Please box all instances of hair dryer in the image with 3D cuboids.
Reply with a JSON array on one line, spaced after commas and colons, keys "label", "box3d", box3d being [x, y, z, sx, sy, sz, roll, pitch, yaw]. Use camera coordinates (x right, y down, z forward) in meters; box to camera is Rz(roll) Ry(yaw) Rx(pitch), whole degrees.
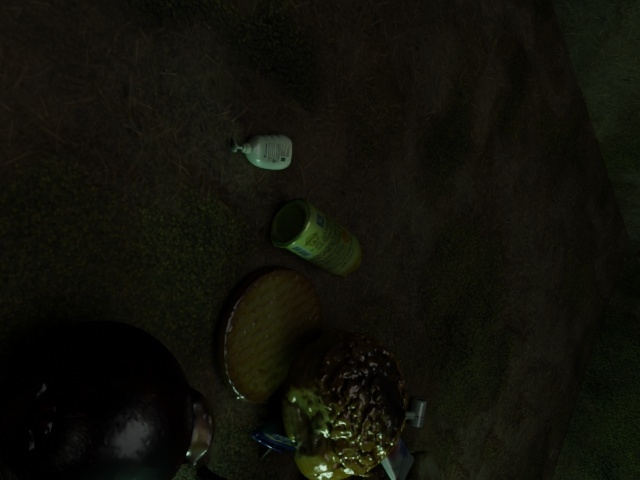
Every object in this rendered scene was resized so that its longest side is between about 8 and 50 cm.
[{"label": "hair dryer", "box3d": [0.266, 0.525, 1.833, 0.137, 0.047, 0.082, 12, 87, -41]}]

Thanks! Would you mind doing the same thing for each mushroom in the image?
[{"label": "mushroom", "box3d": [0.229, 0.746, 1.694, 0.212, 0.217, 0.292, 52, 23, -36]}]

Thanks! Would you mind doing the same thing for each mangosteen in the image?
[{"label": "mangosteen", "box3d": [-0.331, 0.280, 0.959, 0.347, 0.306, 0.307, 30, 74, -63]}]

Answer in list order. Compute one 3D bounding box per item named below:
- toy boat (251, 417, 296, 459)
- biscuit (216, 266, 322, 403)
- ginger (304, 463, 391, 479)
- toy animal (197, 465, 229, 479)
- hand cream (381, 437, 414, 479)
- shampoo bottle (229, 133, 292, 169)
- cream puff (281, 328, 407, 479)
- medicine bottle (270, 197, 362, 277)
[{"label": "toy boat", "box3d": [-0.103, 0.474, 1.402, 0.175, 0.091, 0.110, 28, 104, -43]}, {"label": "biscuit", "box3d": [-0.110, 0.215, 1.368, 0.318, 0.040, 0.318, -11, 105, -48]}, {"label": "ginger", "box3d": [0.065, 0.664, 1.553, 0.375, 0.176, 0.256, 7, 74, -46]}, {"label": "toy animal", "box3d": [-0.290, 0.541, 1.129, 0.343, 0.168, 0.106, -5, 102, -62]}, {"label": "hand cream", "box3d": [0.145, 0.485, 1.590, 0.341, 0.077, 0.124, 57, 35, -6]}, {"label": "shampoo bottle", "box3d": [-0.128, -0.190, 1.273, 0.152, 0.045, 0.077, -5, 102, -49]}, {"label": "cream puff", "box3d": [0.070, 0.374, 1.368, 0.327, 0.231, 0.343, 50, 45, -38]}, {"label": "medicine bottle", "box3d": [0.000, 0.000, 1.394, 0.239, 0.124, 0.124, 33, 73, -46]}]
